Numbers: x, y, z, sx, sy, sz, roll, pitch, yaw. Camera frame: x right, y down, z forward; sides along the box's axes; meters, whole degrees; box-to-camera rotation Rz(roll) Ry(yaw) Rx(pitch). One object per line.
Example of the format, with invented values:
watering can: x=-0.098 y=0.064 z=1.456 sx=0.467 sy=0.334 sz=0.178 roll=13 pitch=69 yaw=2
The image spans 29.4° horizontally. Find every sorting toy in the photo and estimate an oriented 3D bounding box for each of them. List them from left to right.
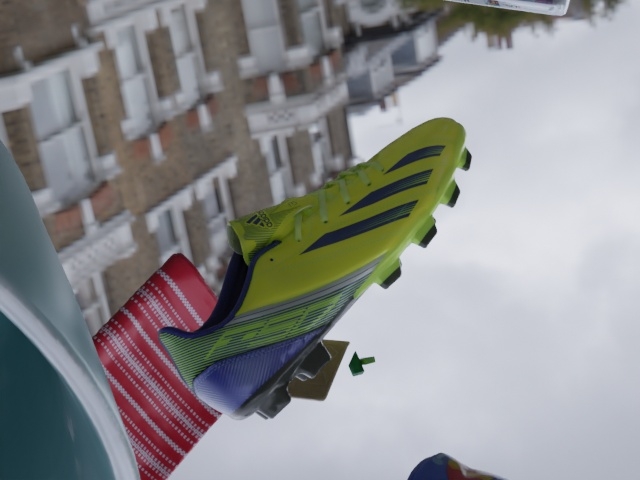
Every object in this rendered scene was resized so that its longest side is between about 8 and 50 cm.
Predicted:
sorting toy: x=0.001 y=0.103 z=0.957 sx=0.083 sy=0.012 sz=0.062 roll=2 pitch=-133 yaw=32

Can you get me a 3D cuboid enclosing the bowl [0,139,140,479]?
bowl: x=-0.213 y=0.037 z=0.419 sx=0.311 sy=0.312 sz=0.163 roll=-9 pitch=-142 yaw=2

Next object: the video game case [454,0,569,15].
video game case: x=0.106 y=-0.224 z=0.772 sx=0.143 sy=0.157 sz=0.019 roll=13 pitch=169 yaw=24

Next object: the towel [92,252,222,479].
towel: x=-0.190 y=0.171 z=1.347 sx=0.031 sy=0.199 sz=0.275 roll=9 pitch=-130 yaw=48

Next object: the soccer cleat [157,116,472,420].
soccer cleat: x=0.000 y=0.000 z=0.897 sx=0.289 sy=0.121 sz=0.093 roll=-49 pitch=-179 yaw=-15

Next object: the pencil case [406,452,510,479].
pencil case: x=0.194 y=0.276 z=0.965 sx=0.306 sy=0.133 sz=0.119 roll=17 pitch=170 yaw=29
